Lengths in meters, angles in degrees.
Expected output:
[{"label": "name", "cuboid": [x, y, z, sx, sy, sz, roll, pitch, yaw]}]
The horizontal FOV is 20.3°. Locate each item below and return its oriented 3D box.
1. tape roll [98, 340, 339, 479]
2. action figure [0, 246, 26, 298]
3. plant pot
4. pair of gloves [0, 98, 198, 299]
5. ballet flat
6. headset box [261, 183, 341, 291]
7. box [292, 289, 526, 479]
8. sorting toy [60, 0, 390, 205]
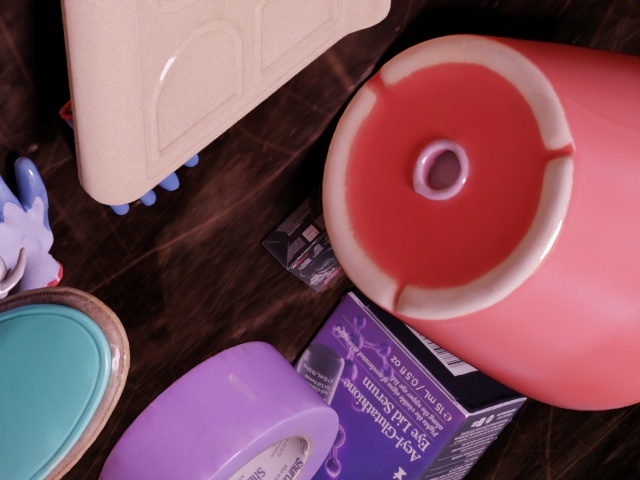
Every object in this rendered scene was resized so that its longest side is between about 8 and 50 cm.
[{"label": "tape roll", "cuboid": [-0.081, 0.175, 1.428, 0.189, 0.080, 0.189, -37, 156, -20]}, {"label": "action figure", "cuboid": [-0.265, 0.089, 0.916, 0.285, 0.099, 0.185, -38, 147, -18]}, {"label": "plant pot", "cuboid": [0.146, -0.025, 1.274, 0.275, 0.275, 0.243, -52, 147, 16]}, {"label": "pair of gloves", "cuboid": [-0.146, -0.031, 1.033, 0.198, 0.023, 0.159, -41, 159, -6]}, {"label": "ballet flat", "cuboid": [-0.231, 0.149, 1.101, 0.342, 0.116, 0.124, -49, 174, 14]}, {"label": "headset box", "cuboid": [0.000, 0.000, 1.324, 0.062, 0.032, 0.083, -45, 159, 3]}, {"label": "box", "cuboid": [0.046, 0.161, 1.525, 0.108, 0.153, 0.207, -6, 135, -57]}, {"label": "sorting toy", "cuboid": [-0.046, -0.180, 0.926, 0.229, 0.041, 0.307, -37, 149, -29]}]
